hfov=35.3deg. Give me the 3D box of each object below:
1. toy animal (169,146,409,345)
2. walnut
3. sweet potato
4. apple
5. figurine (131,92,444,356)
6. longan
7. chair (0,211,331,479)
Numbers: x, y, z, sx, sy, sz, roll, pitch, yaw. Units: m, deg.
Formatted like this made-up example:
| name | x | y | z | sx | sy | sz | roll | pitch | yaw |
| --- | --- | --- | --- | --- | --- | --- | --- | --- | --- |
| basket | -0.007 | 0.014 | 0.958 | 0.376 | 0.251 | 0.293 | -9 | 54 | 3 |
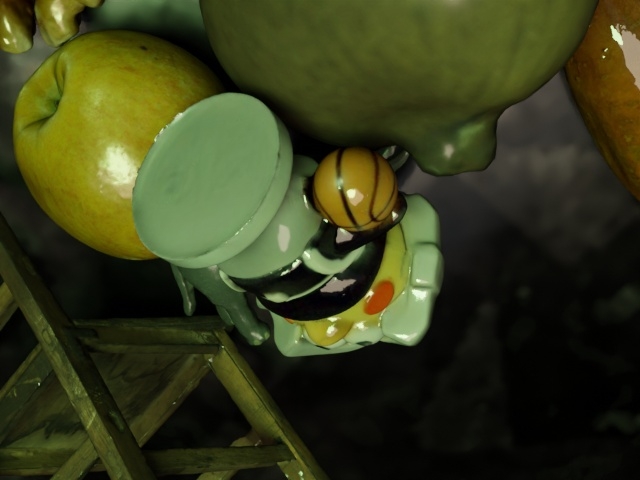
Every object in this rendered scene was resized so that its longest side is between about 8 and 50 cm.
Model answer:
| name | x | y | z | sx | sy | sz | roll | pitch | yaw |
| --- | --- | --- | --- | --- | --- | --- | --- | --- | --- |
| toy animal | -0.010 | -0.007 | 0.859 | 0.269 | 0.082 | 0.137 | -30 | 112 | 12 |
| walnut | -0.230 | -0.232 | 0.766 | 0.143 | 0.069 | 0.170 | -8 | 113 | 10 |
| sweet potato | 0.252 | -0.123 | 0.781 | 0.112 | 0.112 | 0.359 | -24 | 110 | 13 |
| apple | -0.152 | -0.077 | 0.775 | 0.182 | 0.182 | 0.155 | -40 | 126 | 19 |
| figurine | 0.000 | 0.000 | 0.708 | 0.176 | 0.133 | 0.236 | -6 | 153 | 32 |
| longan | 0.048 | -0.185 | 0.671 | 0.243 | 0.300 | 0.300 | -18 | 120 | -30 |
| chair | -0.204 | 0.133 | 0.894 | 0.203 | 0.416 | 0.241 | -48 | 150 | 22 |
